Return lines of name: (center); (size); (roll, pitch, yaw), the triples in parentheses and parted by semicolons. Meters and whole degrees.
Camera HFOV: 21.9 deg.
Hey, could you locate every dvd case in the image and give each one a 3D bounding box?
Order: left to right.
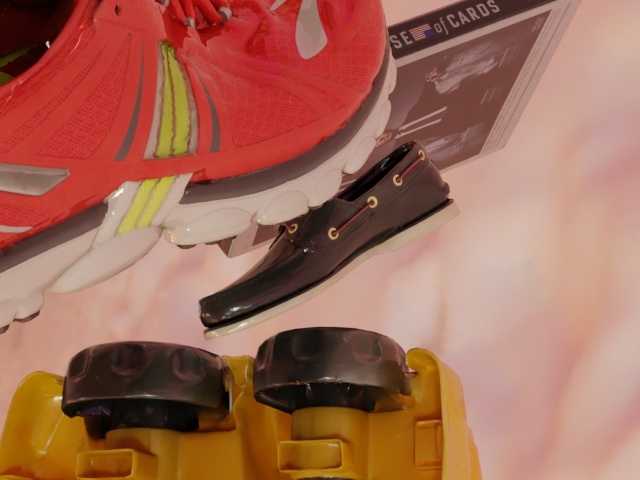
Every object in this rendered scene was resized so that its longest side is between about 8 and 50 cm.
dvd case: (0.049, -0.083, 1.079); (0.029, 0.238, 0.179); (55, 151, 21)

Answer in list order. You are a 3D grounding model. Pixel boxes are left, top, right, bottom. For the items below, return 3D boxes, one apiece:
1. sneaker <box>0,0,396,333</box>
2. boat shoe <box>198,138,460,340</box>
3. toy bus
sneaker: (-0.065, -0.059, 0.532); (0.107, 0.279, 0.118); (24, 126, 29)
boat shoe: (-0.001, 0.000, 0.701); (0.042, 0.133, 0.049); (63, 154, -8)
toy bus: (-0.008, 0.137, 0.759); (0.220, 0.211, 0.149); (-8, 70, 27)
